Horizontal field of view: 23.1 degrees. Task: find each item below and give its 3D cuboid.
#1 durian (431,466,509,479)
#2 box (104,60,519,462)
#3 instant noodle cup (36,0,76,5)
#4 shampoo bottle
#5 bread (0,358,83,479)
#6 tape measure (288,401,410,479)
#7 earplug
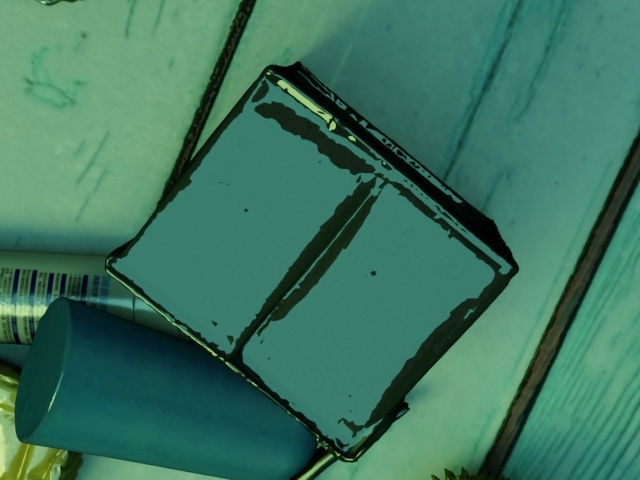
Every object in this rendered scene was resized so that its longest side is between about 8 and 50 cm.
[{"bbox_3d":[0.148,0.327,1.469,0.200,0.176,0.236,7,108,-13],"label":"durian"},{"bbox_3d":[-0.001,0.001,1.336,0.251,0.345,0.204,40,97,-3],"label":"box"},{"bbox_3d":[-0.247,-0.353,1.348,0.296,0.214,0.296,0,99,2],"label":"instant noodle cup"},{"bbox_3d":[-0.224,0.056,1.478,0.303,0.092,0.092,2,99,1],"label":"shampoo bottle"},{"bbox_3d":[-0.350,0.189,1.481,0.250,0.133,0.179,17,96,-6],"label":"bread"},{"bbox_3d":[-0.019,0.322,1.517,0.351,0.098,0.215,-32,94,1],"label":"tape measure"},{"bbox_3d":[-0.126,0.150,1.420,0.273,0.132,0.132,18,100,-23],"label":"earplug"}]
